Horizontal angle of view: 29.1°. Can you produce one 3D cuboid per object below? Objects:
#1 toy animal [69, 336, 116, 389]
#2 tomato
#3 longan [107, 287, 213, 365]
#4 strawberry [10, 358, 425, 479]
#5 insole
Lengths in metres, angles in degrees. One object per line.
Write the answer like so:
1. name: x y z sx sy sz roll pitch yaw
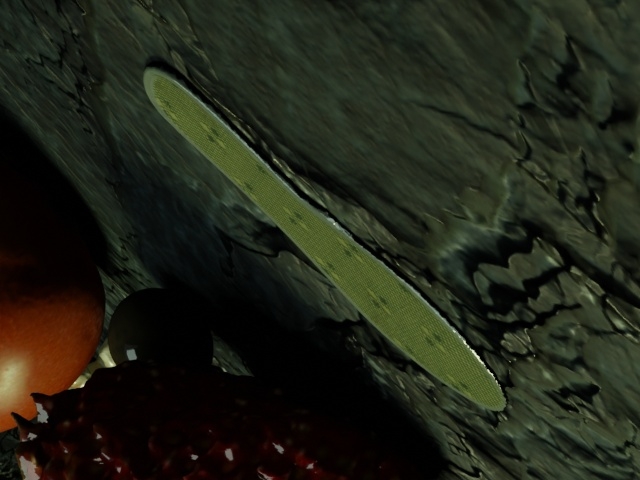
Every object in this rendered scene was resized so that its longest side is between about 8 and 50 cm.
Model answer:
1. toy animal: -0.257 0.235 1.663 0.185 0.104 0.184 41 159 -3
2. tomato: -0.389 0.038 1.259 0.341 0.273 0.341 39 160 17
3. longan: -0.148 0.096 1.165 0.113 0.092 0.113 33 143 28
4. strawberry: -0.076 0.233 1.054 0.343 0.292 0.292 -2 150 4
5. insole: 0.000 0.000 0.803 0.322 0.007 0.109 43 160 2
